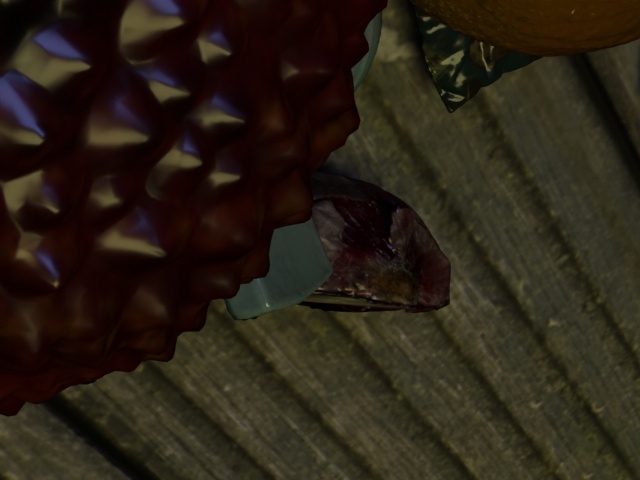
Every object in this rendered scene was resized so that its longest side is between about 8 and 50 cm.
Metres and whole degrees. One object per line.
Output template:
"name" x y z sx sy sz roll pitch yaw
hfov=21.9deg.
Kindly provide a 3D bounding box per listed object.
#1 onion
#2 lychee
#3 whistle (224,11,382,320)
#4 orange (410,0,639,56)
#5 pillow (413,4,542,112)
"onion" 0.000 0.000 1.220 0.206 0.151 0.098 11 83 -49
"lychee" -0.167 -0.134 0.780 0.500 0.425 0.424 -55 167 -63
"whistle" -0.025 -0.107 1.042 0.163 0.163 0.289 -23 96 -19
"orange" 0.144 -0.247 0.998 0.274 0.274 0.274 -19 132 -22
"pillow" 0.171 -0.224 1.196 0.256 0.034 0.189 -32 130 -12
